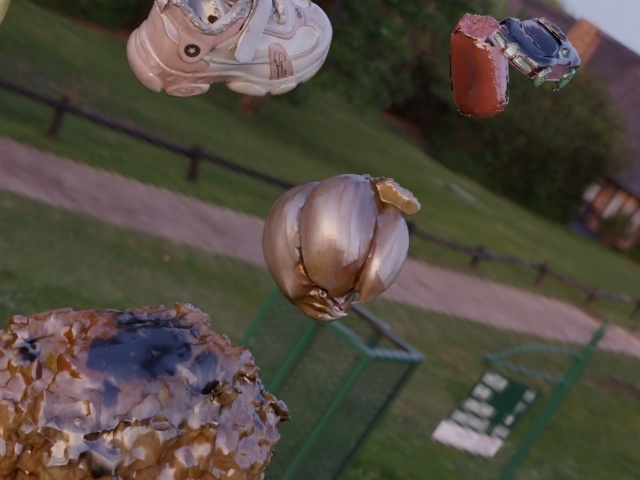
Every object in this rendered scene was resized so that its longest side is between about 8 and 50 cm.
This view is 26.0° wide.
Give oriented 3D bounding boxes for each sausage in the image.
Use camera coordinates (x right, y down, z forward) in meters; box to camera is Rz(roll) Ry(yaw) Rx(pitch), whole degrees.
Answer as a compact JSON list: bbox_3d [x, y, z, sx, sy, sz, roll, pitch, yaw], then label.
[{"bbox_3d":[0.203,-0.221,1.780,0.076,0.141,0.076,-4,28,2],"label":"sausage"}]

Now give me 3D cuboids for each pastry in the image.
[{"bbox_3d":[-0.258,0.231,1.636,0.292,0.405,0.337,56,-3,44],"label":"pastry"}]

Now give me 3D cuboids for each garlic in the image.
[{"bbox_3d":[0.000,0.000,1.745,0.214,0.191,0.160,-6,-45,44],"label":"garlic"}]

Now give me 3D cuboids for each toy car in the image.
[{"bbox_3d":[0.209,-0.185,1.331,0.069,0.055,0.142,48,24,13],"label":"toy car"}]

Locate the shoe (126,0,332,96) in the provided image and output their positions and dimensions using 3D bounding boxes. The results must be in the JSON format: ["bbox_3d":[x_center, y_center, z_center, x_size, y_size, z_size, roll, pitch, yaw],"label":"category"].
[{"bbox_3d":[-0.125,-0.342,2.225,0.351,0.198,0.172,-15,66,-27],"label":"shoe"}]

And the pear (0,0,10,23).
[{"bbox_3d":[-0.519,-0.311,1.634,0.309,0.309,0.309,33,9,-6],"label":"pear"}]
